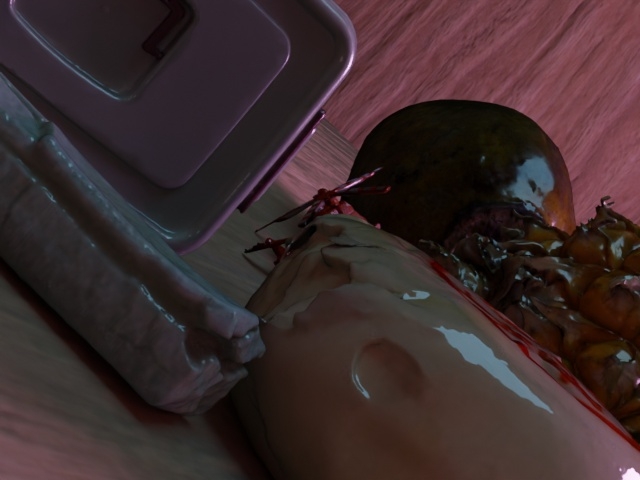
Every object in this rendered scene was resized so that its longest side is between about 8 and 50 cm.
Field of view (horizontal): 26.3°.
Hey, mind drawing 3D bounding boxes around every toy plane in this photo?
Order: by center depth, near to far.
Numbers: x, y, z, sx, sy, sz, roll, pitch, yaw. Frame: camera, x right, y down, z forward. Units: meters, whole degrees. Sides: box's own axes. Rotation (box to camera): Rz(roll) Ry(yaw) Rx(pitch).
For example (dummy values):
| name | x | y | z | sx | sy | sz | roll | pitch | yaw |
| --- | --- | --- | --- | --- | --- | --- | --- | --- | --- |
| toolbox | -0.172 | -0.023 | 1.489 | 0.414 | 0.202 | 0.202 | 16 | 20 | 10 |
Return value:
| name | x | y | z | sx | sy | sz | roll | pitch | yaw |
| --- | --- | --- | --- | --- | --- | --- | --- | --- | --- |
| toy plane | 0.007 | -0.002 | 1.156 | 0.194 | 0.126 | 0.077 | -81 | 151 | -83 |

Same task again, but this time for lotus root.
| name | x | y | z | sx | sy | sz | roll | pitch | yaw |
| --- | --- | --- | --- | --- | --- | --- | --- | --- | --- |
| lotus root | 0.140 | -0.025 | 1.392 | 0.250 | 0.250 | 0.346 | 42 | 6 | -11 |

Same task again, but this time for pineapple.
| name | x | y | z | sx | sy | sz | roll | pitch | yaw |
| --- | --- | --- | --- | --- | --- | --- | --- | --- | --- |
| pineapple | 0.226 | 0.054 | 1.005 | 0.286 | 0.209 | 0.344 | 44 | 26 | -21 |

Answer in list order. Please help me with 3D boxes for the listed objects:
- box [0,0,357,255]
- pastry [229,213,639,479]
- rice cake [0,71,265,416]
| name | x | y | z | sx | sy | sz | roll | pitch | yaw |
| --- | --- | --- | --- | --- | --- | --- | --- | --- | --- |
| box | -0.143 | -0.150 | 0.844 | 0.294 | 0.193 | 0.167 | 40 | 2 | -23 |
| pastry | 0.062 | 0.097 | 0.727 | 0.265 | 0.133 | 0.265 | 38 | 6 | -5 |
| rice cake | -0.159 | -0.050 | 0.647 | 0.336 | 0.063 | 0.066 | 43 | -1 | 14 |
